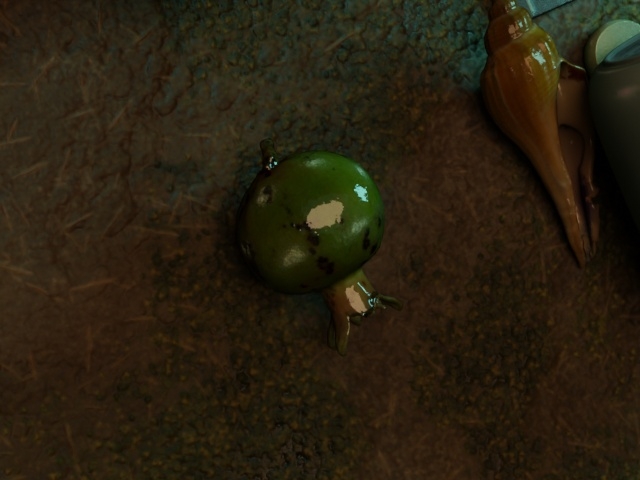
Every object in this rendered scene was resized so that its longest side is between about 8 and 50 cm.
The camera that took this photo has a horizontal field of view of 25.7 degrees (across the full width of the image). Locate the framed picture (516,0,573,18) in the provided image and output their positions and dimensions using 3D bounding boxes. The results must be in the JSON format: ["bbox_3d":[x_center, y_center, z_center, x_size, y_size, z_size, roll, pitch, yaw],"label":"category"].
[{"bbox_3d":[0.303,-0.422,1.615,0.347,0.016,0.265,-26,91,-16],"label":"framed picture"}]

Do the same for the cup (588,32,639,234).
[{"bbox_3d":[0.474,-0.127,1.482,0.356,0.259,0.274,-30,101,-14],"label":"cup"}]

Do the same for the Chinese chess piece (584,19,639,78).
[{"bbox_3d":[0.340,-0.209,1.593,0.084,0.034,0.084,1,86,-15],"label":"Chinese chess piece"}]

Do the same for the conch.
[{"bbox_3d":[0.239,-0.126,1.536,0.109,0.093,0.330,-32,114,-34],"label":"conch"}]

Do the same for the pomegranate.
[{"bbox_3d":[0.001,0.005,1.432,0.156,0.156,0.220,-36,125,-16],"label":"pomegranate"}]
